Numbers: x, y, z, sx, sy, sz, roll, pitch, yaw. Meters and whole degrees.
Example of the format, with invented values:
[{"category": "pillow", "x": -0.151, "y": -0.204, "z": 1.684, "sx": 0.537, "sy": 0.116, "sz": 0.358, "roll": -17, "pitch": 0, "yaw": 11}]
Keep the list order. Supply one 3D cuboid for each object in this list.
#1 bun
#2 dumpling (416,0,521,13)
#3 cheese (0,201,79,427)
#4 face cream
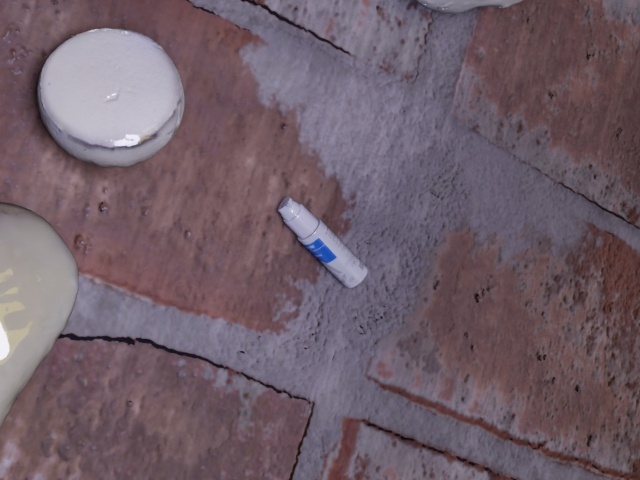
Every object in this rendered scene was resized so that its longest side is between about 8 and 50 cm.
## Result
[{"category": "bun", "x": -0.199, "y": -0.126, "z": 1.106, "sx": 0.138, "sy": 0.094, "sz": 0.138, "roll": 4, "pitch": 67, "yaw": -9}, {"category": "dumpling", "x": 0.150, "y": -0.352, "z": 1.322, "sx": 0.247, "sy": 0.142, "sz": 0.172, "roll": 6, "pitch": 54, "yaw": -27}, {"category": "cheese", "x": -0.343, "y": 0.132, "z": 0.989, "sx": 0.328, "sy": 0.130, "sz": 0.351, "roll": -24, "pitch": 103, "yaw": -29}, {"category": "face cream", "x": 0.000, "y": 0.000, "z": 1.274, "sx": 0.130, "sy": 0.034, "sz": 0.034, "roll": 46, "pitch": 68, "yaw": -27}]
